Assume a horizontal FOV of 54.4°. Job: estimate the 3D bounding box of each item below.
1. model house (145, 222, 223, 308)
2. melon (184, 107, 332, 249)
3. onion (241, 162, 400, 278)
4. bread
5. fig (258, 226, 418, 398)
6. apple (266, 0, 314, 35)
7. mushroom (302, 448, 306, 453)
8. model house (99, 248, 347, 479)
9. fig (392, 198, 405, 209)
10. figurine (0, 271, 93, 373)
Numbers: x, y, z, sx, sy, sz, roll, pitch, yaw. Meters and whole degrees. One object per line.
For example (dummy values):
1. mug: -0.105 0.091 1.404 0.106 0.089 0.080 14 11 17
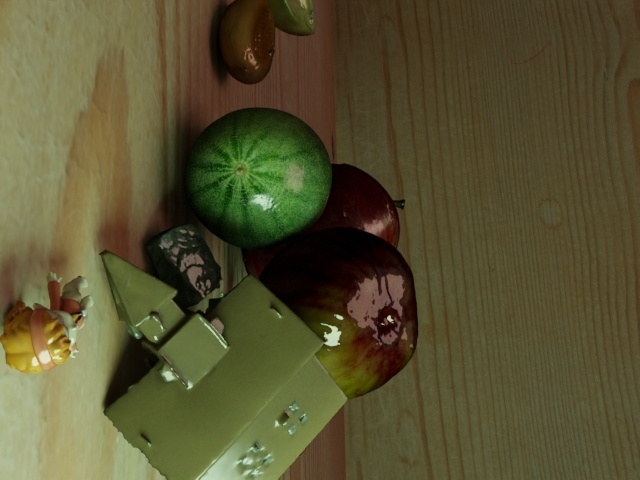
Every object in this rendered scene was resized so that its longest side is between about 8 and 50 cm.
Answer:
1. model house: -0.153 0.024 0.675 0.083 0.066 0.079 66 24 -18
2. melon: -0.075 -0.081 0.806 0.288 0.182 0.182 -52 139 -77
3. onion: 0.000 0.000 1.036 0.276 0.276 0.276 -3 90 -84
4. bread: -0.120 -0.319 0.989 0.114 0.077 0.189 56 26 -37
5. fig: -0.035 0.093 0.817 0.217 0.320 0.217 6 82 -46
6. apple: -0.089 -0.529 1.187 0.193 0.120 0.265 23 61 -68
7. mushroom: -0.057 0.402 1.333 0.123 0.052 0.123 -3 90 -76
8. model house: -0.127 0.101 0.585 0.176 0.181 0.248 8 -44 58
9. fig: 0.048 -0.069 1.555 0.190 0.290 0.191 -158 -90 -89
10. figurine: -0.181 0.055 0.424 0.109 0.047 0.064 -103 -179 -75
